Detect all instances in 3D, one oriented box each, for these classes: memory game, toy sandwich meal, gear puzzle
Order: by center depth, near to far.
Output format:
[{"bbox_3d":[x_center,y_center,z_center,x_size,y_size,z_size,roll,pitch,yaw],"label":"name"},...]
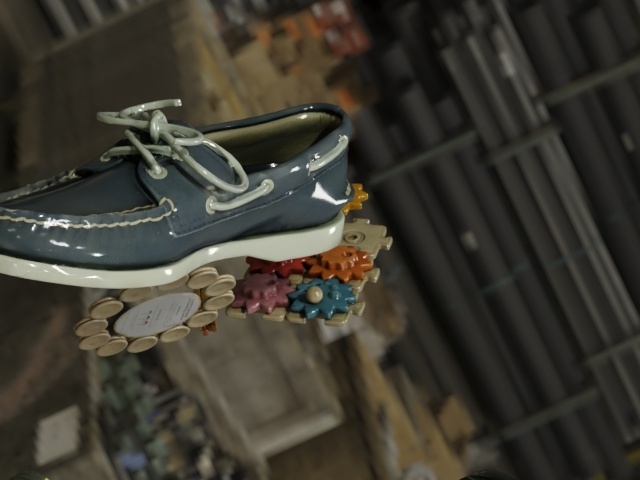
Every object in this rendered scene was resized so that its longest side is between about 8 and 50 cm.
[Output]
[{"bbox_3d":[-0.177,0.076,1.976,0.012,0.186,0.186,68,8,23],"label":"memory game"},{"bbox_3d":[-0.151,0.083,2.403,0.085,0.029,0.085,177,-90,-85],"label":"toy sandwich meal"},{"bbox_3d":[0.000,0.000,2.403,0.339,0.175,0.044,-64,154,-55],"label":"gear puzzle"}]

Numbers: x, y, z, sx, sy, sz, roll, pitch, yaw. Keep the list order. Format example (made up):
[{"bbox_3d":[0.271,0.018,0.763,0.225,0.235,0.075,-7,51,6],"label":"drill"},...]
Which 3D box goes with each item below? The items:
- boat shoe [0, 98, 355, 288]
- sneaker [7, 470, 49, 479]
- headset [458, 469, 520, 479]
[{"bbox_3d":[-0.071,-0.027,0.917,0.095,0.079,0.254,25,22,39],"label":"boat shoe"},{"bbox_3d":[-0.253,0.303,1.626,0.094,0.081,0.208,-5,103,-55],"label":"sneaker"},{"bbox_3d":[0.061,0.259,1.449,0.185,0.243,0.394,60,-12,13],"label":"headset"}]
